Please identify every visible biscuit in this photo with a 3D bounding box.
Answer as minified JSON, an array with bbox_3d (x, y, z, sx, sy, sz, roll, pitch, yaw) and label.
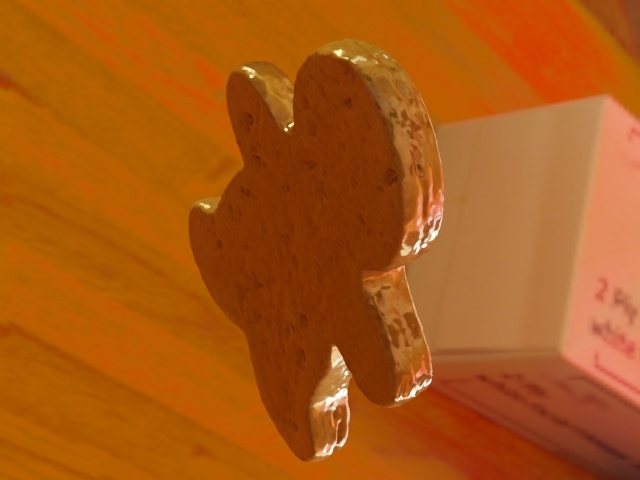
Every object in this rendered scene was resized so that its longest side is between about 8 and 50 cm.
[{"bbox_3d":[0.001,-0.001,0.600,0.035,0.240,0.158,-21,74,-25],"label":"biscuit"}]
